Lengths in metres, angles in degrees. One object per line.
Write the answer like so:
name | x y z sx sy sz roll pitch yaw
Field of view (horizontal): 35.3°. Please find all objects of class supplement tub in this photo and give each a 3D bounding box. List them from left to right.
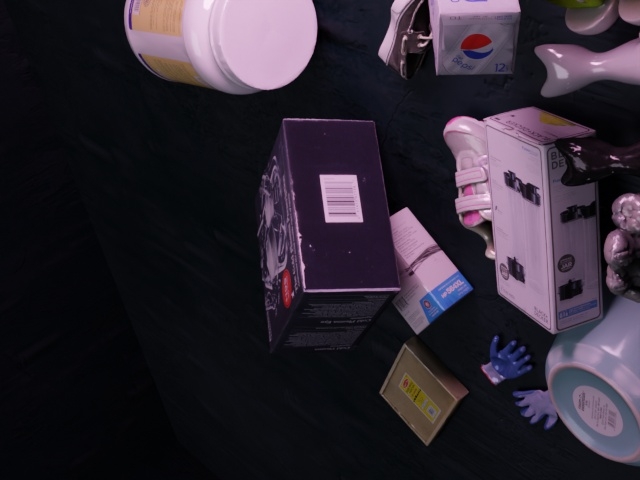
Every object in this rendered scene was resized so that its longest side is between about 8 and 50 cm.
supplement tub | -0.184 -0.395 1.835 0.331 0.241 0.241 21 137 50

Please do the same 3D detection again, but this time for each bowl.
bowl | 0.463 0.215 1.511 0.311 0.163 0.312 39 148 31

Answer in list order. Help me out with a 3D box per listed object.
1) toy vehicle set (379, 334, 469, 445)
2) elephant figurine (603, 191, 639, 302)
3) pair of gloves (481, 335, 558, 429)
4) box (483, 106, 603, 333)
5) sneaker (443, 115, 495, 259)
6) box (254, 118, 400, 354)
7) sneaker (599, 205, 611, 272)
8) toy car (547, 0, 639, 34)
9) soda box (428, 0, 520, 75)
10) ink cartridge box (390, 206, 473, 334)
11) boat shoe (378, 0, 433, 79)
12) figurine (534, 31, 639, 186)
toy vehicle set | 0.221 0.332 2.192 0.166 0.035 0.267 47 152 18
elephant figurine | 0.492 0.014 1.264 0.239 0.186 0.169 4 164 28
pair of gloves | 0.378 0.263 1.867 0.198 0.023 0.159 51 152 9
box | 0.323 -0.033 1.454 0.169 0.087 0.290 -138 35 -63
sneaker | 0.263 -0.077 1.579 0.252 0.111 0.103 58 154 -2
box | 0.000 0.000 1.867 0.312 0.178 0.343 116 151 -61
sneaker | 0.393 -0.006 1.516 0.075 0.057 0.161 -123 19 -44
toy car | 0.326 -0.332 1.168 0.159 0.136 0.182 28 166 -31
soda box | 0.186 -0.327 1.266 0.091 0.098 0.286 86 -176 -45
ink cartridge box | 0.174 0.058 1.908 0.203 0.086 0.148 53 154 9
boat shoe | 0.150 -0.326 1.541 0.070 0.077 0.219 51 161 13
figurine | 0.377 -0.161 1.240 0.209 0.092 0.215 -1 120 36
